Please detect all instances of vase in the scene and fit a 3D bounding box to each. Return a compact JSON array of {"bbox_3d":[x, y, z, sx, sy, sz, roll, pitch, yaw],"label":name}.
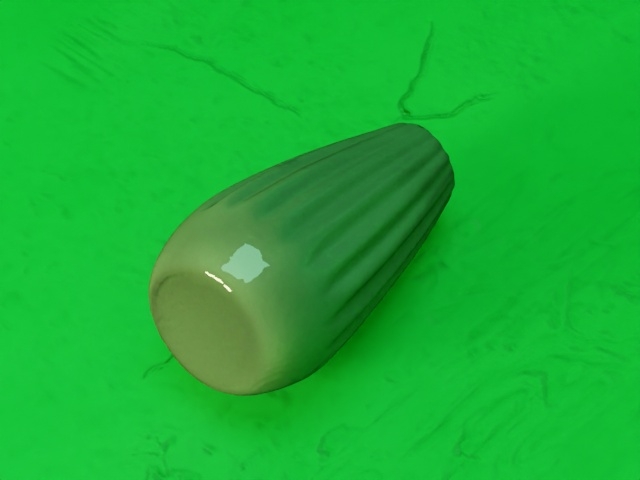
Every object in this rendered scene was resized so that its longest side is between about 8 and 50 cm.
[{"bbox_3d":[0.000,0.000,1.205,0.128,0.128,0.248,28,42,23],"label":"vase"}]
